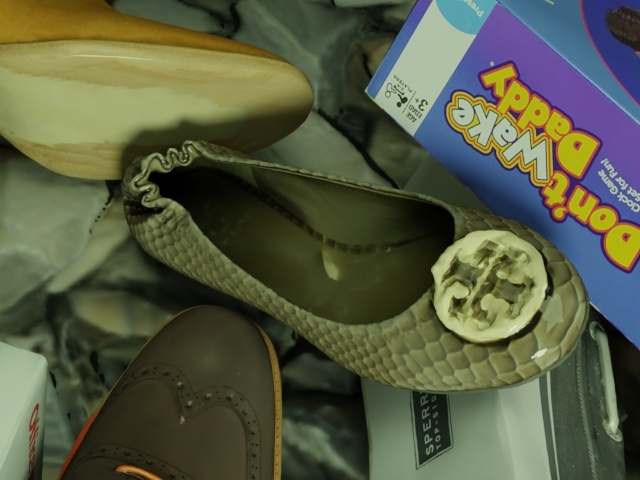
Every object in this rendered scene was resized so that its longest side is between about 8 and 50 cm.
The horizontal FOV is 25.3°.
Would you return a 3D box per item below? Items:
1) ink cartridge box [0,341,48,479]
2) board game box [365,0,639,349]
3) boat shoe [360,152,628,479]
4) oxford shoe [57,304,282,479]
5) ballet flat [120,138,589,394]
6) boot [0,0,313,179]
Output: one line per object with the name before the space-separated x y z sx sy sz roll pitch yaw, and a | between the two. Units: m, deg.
ink cartridge box | -0.189 0.122 0.519 0.127 0.128 0.176 19 54 0
board game box | 0.217 -0.062 0.695 0.233 0.078 0.347 45 39 17
boat shoe | 0.088 0.069 0.641 0.102 0.108 0.301 35 36 -28
oxford shoe | -0.070 0.127 0.560 0.097 0.098 0.271 18 55 0
ballet flat | 0.000 0.000 0.613 0.250 0.058 0.084 20 66 40
boot | -0.156 -0.141 0.714 0.295 0.104 0.211 -1 58 -8
